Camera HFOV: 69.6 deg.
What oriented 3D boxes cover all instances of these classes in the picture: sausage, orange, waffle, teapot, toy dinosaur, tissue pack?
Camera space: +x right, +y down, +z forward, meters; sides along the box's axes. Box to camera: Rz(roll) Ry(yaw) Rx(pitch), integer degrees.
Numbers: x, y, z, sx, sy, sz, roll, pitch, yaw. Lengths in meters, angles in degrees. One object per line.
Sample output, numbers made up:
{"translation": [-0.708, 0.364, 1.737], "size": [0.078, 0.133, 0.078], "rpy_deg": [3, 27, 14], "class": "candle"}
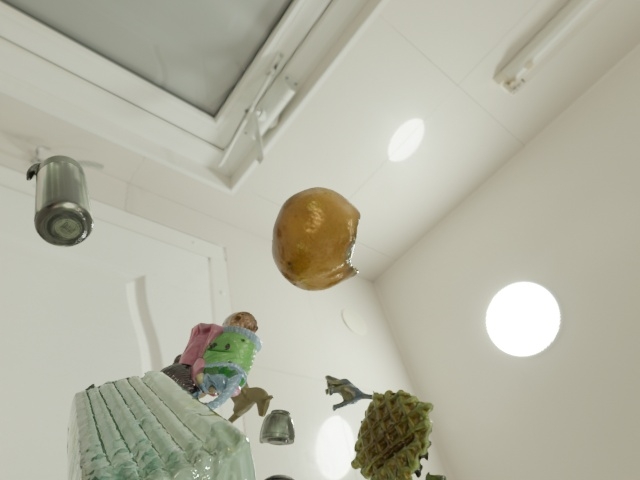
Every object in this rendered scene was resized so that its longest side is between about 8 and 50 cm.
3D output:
{"translation": [-0.245, 0.265, 1.380], "size": [0.302, 0.103, 0.076], "rpy_deg": [125, -19, -70], "class": "sausage"}
{"translation": [0.000, 0.000, 0.686], "size": [0.134, 0.157, 0.156], "rpy_deg": [15, -98, 31], "class": "orange"}
{"translation": [0.157, 0.443, 1.035], "size": [0.208, 0.054, 0.214], "rpy_deg": [-5, -120, 49], "class": "waffle"}
{"translation": [-0.139, 0.623, 1.533], "size": [0.149, 0.111, 0.108], "rpy_deg": [109, -10, -53], "class": "teapot"}
{"translation": [0.112, 0.505, 1.569], "size": [0.248, 0.188, 0.075], "rpy_deg": [-155, -118, -75], "class": "toy dinosaur"}
{"translation": [-0.191, 0.326, 0.517], "size": [0.388, 0.162, 0.287], "rpy_deg": [-10, -95, 60], "class": "tissue pack"}

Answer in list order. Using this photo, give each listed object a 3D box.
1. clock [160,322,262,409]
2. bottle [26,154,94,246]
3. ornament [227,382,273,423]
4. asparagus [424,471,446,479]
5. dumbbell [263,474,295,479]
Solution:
{"translation": [-0.236, 0.266, 0.938], "size": [0.194, 0.100, 0.195], "rpy_deg": [-2, -143, 32], "class": "clock"}
{"translation": [-0.439, -0.076, 0.770], "size": [0.253, 0.096, 0.079], "rpy_deg": [47, -55, 50], "class": "bottle"}
{"translation": [-0.296, 0.589, 1.734], "size": [0.245, 0.061, 0.230], "rpy_deg": [-44, -122, 16], "class": "ornament"}
{"translation": [0.283, 0.709, 1.126], "size": [0.060, 0.067, 0.277], "rpy_deg": [-13, -109, 61], "class": "asparagus"}
{"translation": [-0.090, 0.818, 1.334], "size": [0.388, 0.185, 0.185], "rpy_deg": [-15, -122, 67], "class": "dumbbell"}
